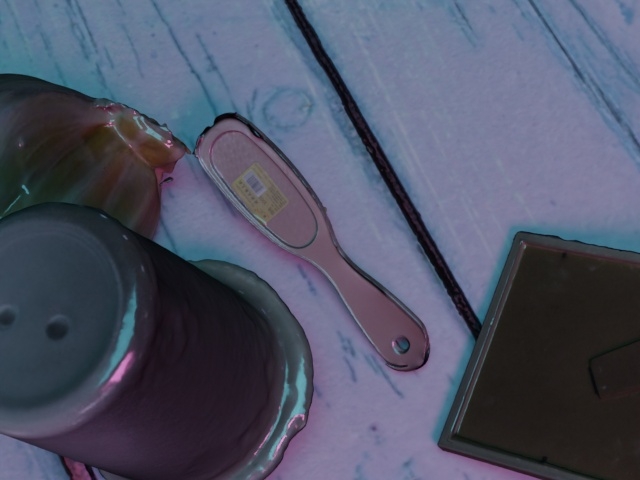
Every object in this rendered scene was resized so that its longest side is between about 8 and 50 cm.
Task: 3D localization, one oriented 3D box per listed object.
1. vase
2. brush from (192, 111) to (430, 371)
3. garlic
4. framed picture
[{"bbox_3d":[-0.166,0.088,1.002,0.245,0.291,0.245,-7,69,18],"label":"vase"},{"bbox_3d":[0.002,-0.001,1.176,0.313,0.067,0.072,48,110,9],"label":"brush"},{"bbox_3d":[-0.284,-0.045,1.178,0.292,0.210,0.237,-38,107,-15],"label":"garlic"},{"bbox_3d":[0.279,0.117,1.066,0.315,0.024,0.232,12,70,34],"label":"framed picture"}]
